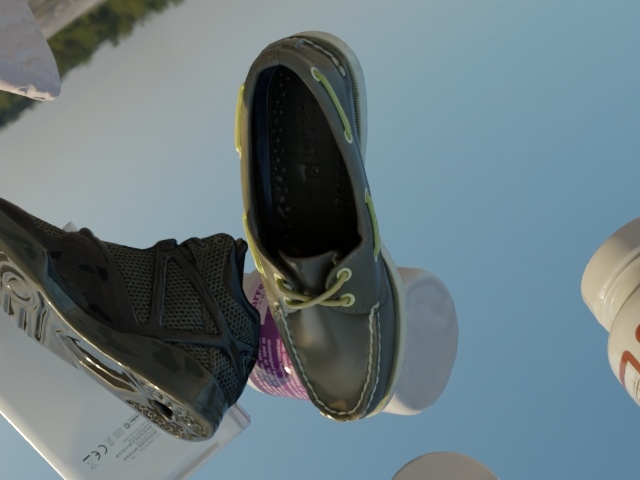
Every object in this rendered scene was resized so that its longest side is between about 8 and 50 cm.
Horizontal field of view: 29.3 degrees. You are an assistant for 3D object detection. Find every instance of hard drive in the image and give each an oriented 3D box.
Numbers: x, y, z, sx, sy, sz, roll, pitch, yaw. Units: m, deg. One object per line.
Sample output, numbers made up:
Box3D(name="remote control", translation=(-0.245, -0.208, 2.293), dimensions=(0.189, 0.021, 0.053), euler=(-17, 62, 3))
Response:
Box3D(name="hard drive", translation=(-0.256, 0.160, 1.394), dimensions=(0.203, 0.307, 0.040), euler=(-41, -172, 1))

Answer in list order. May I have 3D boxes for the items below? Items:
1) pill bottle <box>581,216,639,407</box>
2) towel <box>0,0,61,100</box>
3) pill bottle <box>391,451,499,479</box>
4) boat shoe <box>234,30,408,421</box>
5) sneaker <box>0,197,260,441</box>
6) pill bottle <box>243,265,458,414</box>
Box3D(name="pill bottle", translation=(0.258, 0.081, 0.759), dimensions=(0.121, 0.121, 0.216), euler=(-36, -132, 4))
Box3D(name="towel", translation=(-0.469, -0.317, 1.417), dimensions=(0.053, 0.317, 0.332), euler=(-36, 161, 21))
Box3D(name="pill bottle", translation=(0.095, 0.246, 0.948), dimensions=(0.124, 0.124, 0.221), euler=(-42, 155, -21))
Box3D(name="boat shoe", translation=(-0.004, 0.000, 0.915), dimensions=(0.109, 0.305, 0.091), euler=(-4, -167, 20))
Box3D(name="sneaker", translation=(-0.137, 0.027, 0.852), dimensions=(0.130, 0.227, 0.087), euler=(-54, 176, -35))
Box3D(name="pill bottle", translation=(-0.003, 0.108, 1.459), dimensions=(0.301, 0.169, 0.169), euler=(2, -143, 37))
